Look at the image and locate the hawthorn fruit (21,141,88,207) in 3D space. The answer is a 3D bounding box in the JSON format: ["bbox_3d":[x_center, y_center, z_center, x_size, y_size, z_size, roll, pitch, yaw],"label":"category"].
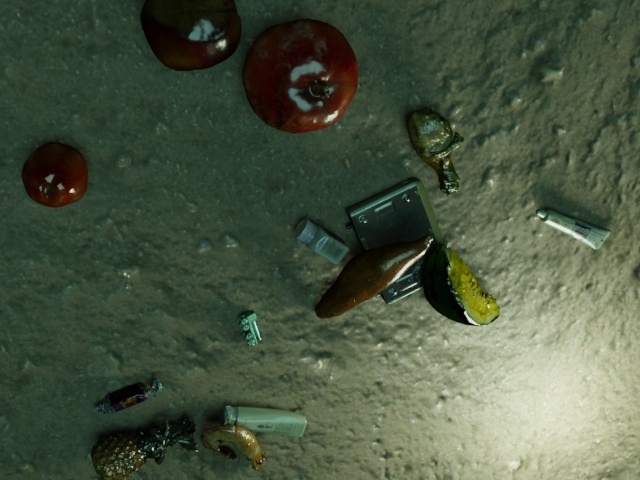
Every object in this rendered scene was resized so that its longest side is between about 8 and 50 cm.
[{"bbox_3d":[-0.542,-0.131,1.616,0.133,0.138,0.132,-5,114,-10],"label":"hawthorn fruit"}]

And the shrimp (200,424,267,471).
[{"bbox_3d":[-0.214,0.520,1.981,0.133,0.053,0.236,-22,137,12],"label":"shrimp"}]

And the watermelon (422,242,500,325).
[{"bbox_3d":[0.341,0.130,1.943,0.301,0.123,0.129,47,68,-37],"label":"watermelon"}]

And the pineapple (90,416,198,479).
[{"bbox_3d":[-0.419,0.496,1.909,0.251,0.125,0.125,-16,114,-13],"label":"pineapple"}]

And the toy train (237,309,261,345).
[{"bbox_3d":[-0.168,0.211,1.902,0.045,0.029,0.092,-27,120,-20],"label":"toy train"}]

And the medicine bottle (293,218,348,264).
[{"bbox_3d":[0.000,0.000,1.834,0.118,0.074,0.055,31,101,-21],"label":"medicine bottle"}]

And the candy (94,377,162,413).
[{"bbox_3d":[-0.457,0.372,1.885,0.175,0.043,0.045,-21,116,-1],"label":"candy"}]

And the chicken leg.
[{"bbox_3d":[0.275,-0.206,1.816,0.103,0.088,0.227,-38,112,-12],"label":"chicken leg"}]

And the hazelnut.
[{"bbox_3d":[-0.246,-0.419,1.565,0.208,0.208,0.208,-5,112,-12],"label":"hazelnut"}]

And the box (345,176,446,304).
[{"bbox_3d":[0.189,0.006,1.899,0.211,0.045,0.270,-25,115,-5],"label":"box"}]

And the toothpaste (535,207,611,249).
[{"bbox_3d":[0.634,-0.035,2.000,0.234,0.038,0.060,20,108,-23],"label":"toothpaste"}]

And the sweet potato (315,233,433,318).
[{"bbox_3d":[0.107,0.079,1.832,0.359,0.112,0.112,-33,116,21],"label":"sweet potato"}]

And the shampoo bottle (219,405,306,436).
[{"bbox_3d":[-0.144,0.454,1.989,0.213,0.049,0.072,8,122,-16],"label":"shampoo bottle"}]

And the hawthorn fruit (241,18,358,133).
[{"bbox_3d":[-0.025,-0.322,1.596,0.242,0.272,0.241,-9,113,-21],"label":"hawthorn fruit"}]
